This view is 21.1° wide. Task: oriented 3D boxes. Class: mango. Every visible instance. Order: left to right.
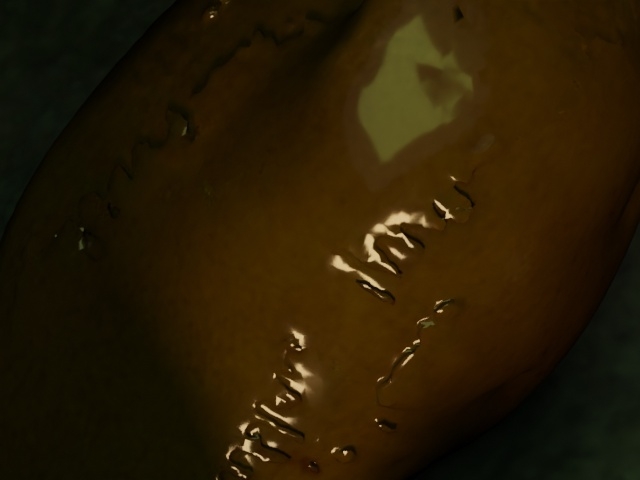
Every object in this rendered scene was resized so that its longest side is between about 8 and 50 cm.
[{"bbox_3d":[0.000,0.000,0.485,0.151,0.156,0.249,42,94,-8],"label":"mango"}]
